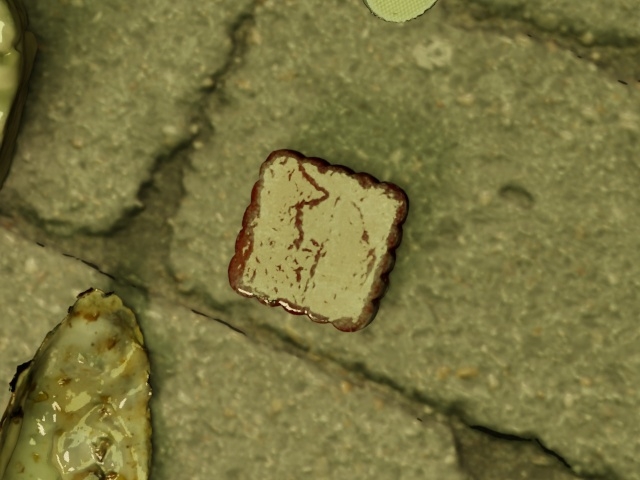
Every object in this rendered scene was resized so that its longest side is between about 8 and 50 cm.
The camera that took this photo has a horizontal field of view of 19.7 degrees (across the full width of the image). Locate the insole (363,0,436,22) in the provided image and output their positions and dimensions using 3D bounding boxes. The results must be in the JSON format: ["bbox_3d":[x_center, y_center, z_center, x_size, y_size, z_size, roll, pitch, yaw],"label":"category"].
[{"bbox_3d":[0.103,-0.343,1.584,0.109,0.007,0.322,19,94,8],"label":"insole"}]

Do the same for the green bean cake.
[{"bbox_3d":[0.000,0.000,1.579,0.135,0.056,0.135,19,92,8],"label":"green bean cake"}]

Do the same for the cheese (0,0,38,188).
[{"bbox_3d":[-0.389,-0.144,1.567,0.292,0.153,0.332,28,98,-7],"label":"cheese"}]

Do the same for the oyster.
[{"bbox_3d":[-0.208,0.191,1.609,0.166,0.094,0.294,17,83,-10],"label":"oyster"}]
